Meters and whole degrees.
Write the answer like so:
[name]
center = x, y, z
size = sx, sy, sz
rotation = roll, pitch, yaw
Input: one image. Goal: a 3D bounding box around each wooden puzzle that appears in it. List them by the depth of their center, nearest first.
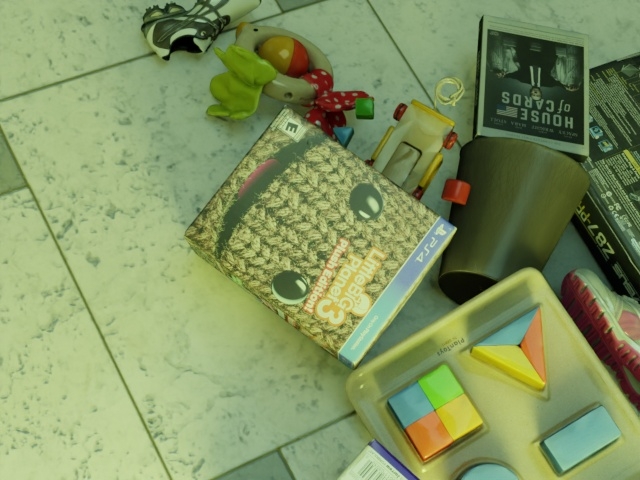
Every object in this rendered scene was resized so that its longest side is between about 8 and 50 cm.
[wooden puzzle]
center = 0.251, 0.250, 1.578
size = 0.322, 0.080, 0.348
rotation = -30, 79, -7

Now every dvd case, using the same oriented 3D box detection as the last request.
[dvd case]
center = 0.331, -0.239, 1.850
size = 0.179, 0.029, 0.238
rotation = 10, 59, -5

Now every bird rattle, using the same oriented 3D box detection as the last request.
[bird rattle]
center = -0.046, -0.261, 1.821
size = 0.253, 0.143, 0.207
rotation = 6, 45, -14

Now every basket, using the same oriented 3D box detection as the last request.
[basket]
center = 0.270, -0.016, 1.749
size = 0.204, 0.154, 0.227
rotation = 13, 63, 19

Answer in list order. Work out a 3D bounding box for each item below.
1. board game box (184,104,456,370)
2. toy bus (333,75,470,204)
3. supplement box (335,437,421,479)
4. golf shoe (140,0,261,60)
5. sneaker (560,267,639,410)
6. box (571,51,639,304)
[board game box]
center = 0.000, 0.000, 1.638
size = 0.291, 0.141, 0.232
rotation = 36, 83, 7
[toy bus]
center = 0.133, -0.123, 1.771
size = 0.202, 0.104, 0.191
rotation = -13, 80, 3
[supplement box]
center = 0.031, 0.371, 1.482
size = 0.111, 0.114, 0.220
rotation = 42, 75, 9
[golf shoe]
center = -0.178, -0.336, 1.858
size = 0.198, 0.077, 0.094
rotation = -20, 72, -10
[sneaker]
center = 0.458, 0.137, 1.748
size = 0.111, 0.103, 0.252
rotation = -35, 83, -29
[box]
center = 0.533, -0.108, 1.889
size = 0.318, 0.097, 0.395
rotation = -22, 69, -20
